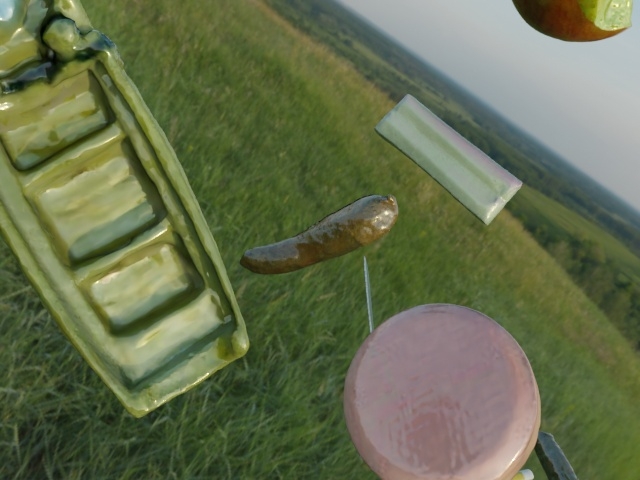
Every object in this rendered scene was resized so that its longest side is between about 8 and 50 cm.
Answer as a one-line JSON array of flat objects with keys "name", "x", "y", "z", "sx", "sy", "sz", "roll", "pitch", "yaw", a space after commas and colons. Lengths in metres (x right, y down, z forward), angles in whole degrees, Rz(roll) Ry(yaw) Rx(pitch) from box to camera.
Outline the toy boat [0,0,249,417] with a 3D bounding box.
[{"name": "toy boat", "x": -0.142, "y": -0.035, "z": 0.385, "sx": 0.276, "sy": 0.111, "sz": 0.084, "roll": 61, "pitch": -11, "yaw": -5}]

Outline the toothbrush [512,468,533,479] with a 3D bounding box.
[{"name": "toothbrush", "x": 0.233, "y": 0.372, "z": 0.946, "sx": 0.288, "sy": 0.024, "sz": 0.021, "roll": 7, "pitch": 47, "yaw": -40}]

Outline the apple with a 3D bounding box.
[{"name": "apple", "x": 0.419, "y": -0.442, "z": 0.988, "sx": 0.246, "sy": 0.246, "sz": 0.226, "roll": 40, "pitch": -4, "yaw": 14}]

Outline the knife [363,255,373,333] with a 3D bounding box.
[{"name": "knife", "x": 0.098, "y": 0.184, "z": 1.207, "sx": 0.044, "sy": 0.019, "sz": 0.313, "roll": 39, "pitch": 44, "yaw": -72}]

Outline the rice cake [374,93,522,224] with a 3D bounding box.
[{"name": "rice cake", "x": 0.184, "y": -0.123, "z": 0.929, "sx": 0.221, "sy": 0.080, "sz": 0.042, "roll": 42, "pitch": 8, "yaw": 11}]

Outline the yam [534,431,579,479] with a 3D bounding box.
[{"name": "yam", "x": 0.447, "y": 0.458, "z": 1.125, "sx": 0.061, "sy": 0.061, "sz": 0.274, "roll": 27, "pitch": 27, "yaw": -22}]

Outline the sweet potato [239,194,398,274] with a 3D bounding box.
[{"name": "sweet potato", "x": 0.000, "y": 0.000, "z": 1.009, "sx": 0.075, "sy": 0.273, "sz": 0.075, "roll": 68, "pitch": 13, "yaw": 0}]

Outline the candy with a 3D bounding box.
[{"name": "candy", "x": 0.153, "y": 0.209, "z": 0.798, "sx": 0.255, "sy": 0.255, "sz": 0.094, "roll": 48, "pitch": -1, "yaw": 34}]
